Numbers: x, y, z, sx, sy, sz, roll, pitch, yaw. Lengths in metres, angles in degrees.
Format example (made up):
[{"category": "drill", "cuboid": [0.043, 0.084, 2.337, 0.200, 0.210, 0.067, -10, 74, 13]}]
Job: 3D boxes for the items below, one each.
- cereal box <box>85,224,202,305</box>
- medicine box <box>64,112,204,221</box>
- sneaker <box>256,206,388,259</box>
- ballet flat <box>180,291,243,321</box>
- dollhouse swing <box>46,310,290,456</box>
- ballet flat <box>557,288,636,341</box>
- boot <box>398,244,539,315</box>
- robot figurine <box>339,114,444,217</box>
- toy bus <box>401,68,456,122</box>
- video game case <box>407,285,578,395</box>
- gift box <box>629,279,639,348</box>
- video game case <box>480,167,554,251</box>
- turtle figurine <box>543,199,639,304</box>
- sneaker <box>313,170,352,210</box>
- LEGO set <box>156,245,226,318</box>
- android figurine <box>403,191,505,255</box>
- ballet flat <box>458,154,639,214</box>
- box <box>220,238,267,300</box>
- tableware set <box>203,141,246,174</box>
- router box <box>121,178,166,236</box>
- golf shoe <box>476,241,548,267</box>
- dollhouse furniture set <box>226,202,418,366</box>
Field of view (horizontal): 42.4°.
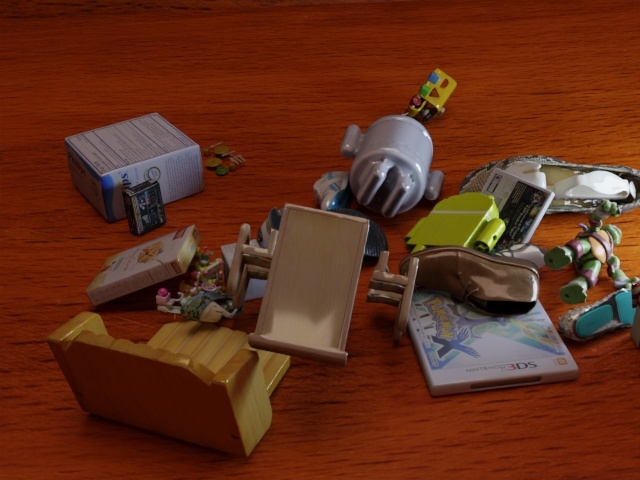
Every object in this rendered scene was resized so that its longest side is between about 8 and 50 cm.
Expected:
[{"category": "cereal box", "cuboid": [-0.397, 0.054, 1.870, 0.240, 0.047, 0.173, -21, 23, 14]}, {"category": "medicine box", "cuboid": [-0.510, -0.208, 2.264, 0.289, 0.149, 0.263, -22, 39, -27]}, {"category": "sneaker", "cuboid": [0.000, 0.000, 1.971, 0.330, 0.146, 0.122, 10, 57, -25]}, {"category": "ballet flat", "cuboid": [-0.223, 0.144, 1.759, 0.070, 0.070, 0.188, 16, 11, 23]}, {"category": "dollhouse swing", "cuboid": [-0.247, 0.197, 1.557, 0.346, 0.315, 0.305, 11, 47, 19]}, {"category": "ballet flat", "cuboid": [0.606, 0.152, 1.757, 0.241, 0.091, 0.077, -11, 5, -21]}, {"category": "boot", "cuboid": [0.318, 0.090, 1.775, 0.305, 0.112, 0.115, 6, 46, 6]}, {"category": "robot figurine", "cuboid": [0.192, -0.205, 2.188, 0.300, 0.200, 0.353, 30, 36, -7]}, {"category": "toy bus", "cuboid": [0.346, -0.438, 2.609, 0.104, 0.202, 0.191, 35, 31, -2]}, {"category": "video game case", "cuboid": [0.339, 0.188, 1.745, 0.300, 0.036, 0.329, -5, 34, -6]}, {"category": "gift box", "cuboid": [0.782, 0.132, 1.610, 0.255, 0.276, 0.258, -1, 32, -9]}, {"category": "video game case", "cuboid": [0.451, -0.064, 2.014, 0.173, 0.190, 0.022, 31, 3, 39]}, {"category": "turtle figurine", "cuboid": [0.647, 0.023, 1.837, 0.266, 0.198, 0.274, -29, 39, -33]}, {"category": "sneaker", "cuboid": [0.025, -0.112, 2.170, 0.092, 0.087, 0.229, -1, 26, 13]}, {"category": "LEGO set", "cuboid": [-0.270, 0.066, 1.862, 0.132, 0.107, 0.287, 12, 27, 0]}, {"category": "android figurine", "cuboid": [0.320, -0.026, 1.969, 0.248, 0.056, 0.273, 1, 40, 44]}, {"category": "ballet flat", "cuboid": [0.602, -0.140, 2.084, 0.482, 0.164, 0.182, 0, -2, -1]}, {"category": "box", "cuboid": [-0.172, 0.069, 1.882, 0.087, 0.101, 0.102, -11, 35, -14]}, {"category": "tableware set", "cuboid": [-0.293, -0.236, 2.415, 0.104, 0.024, 0.154, -25, 42, -26]}, {"category": "router box", "cuboid": [-0.448, -0.084, 2.102, 0.038, 0.122, 0.092, 23, 40, 38]}, {"category": "golf shoe", "cuboid": [0.429, 0.056, 1.912, 0.198, 0.077, 0.094, -1, 35, 20]}, {"category": "dollhouse furniture set", "cuboid": [-0.009, 0.121, 1.600, 0.362, 0.394, 0.256, 12, 74, 4]}]
